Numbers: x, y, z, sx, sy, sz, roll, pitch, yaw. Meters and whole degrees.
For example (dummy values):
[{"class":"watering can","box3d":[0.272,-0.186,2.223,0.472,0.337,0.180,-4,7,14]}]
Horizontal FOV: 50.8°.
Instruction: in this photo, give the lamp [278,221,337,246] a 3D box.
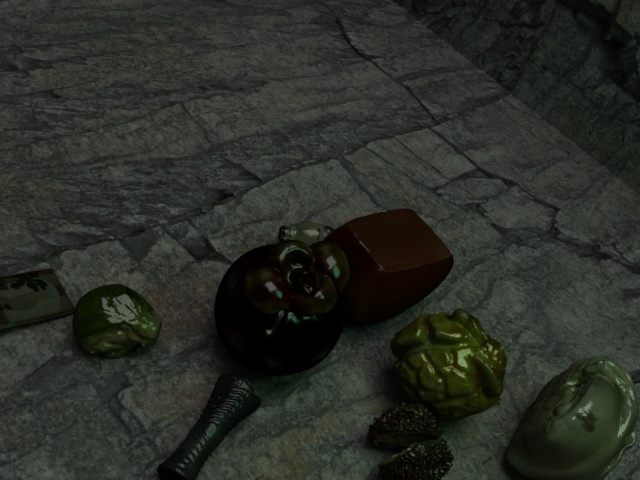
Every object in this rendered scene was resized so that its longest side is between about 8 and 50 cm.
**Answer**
[{"class":"lamp","box3d":[0.000,0.000,1.857,0.250,0.101,0.101,9,45,-22]}]

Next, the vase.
[{"class":"vase","box3d":[-0.226,0.387,1.357,0.116,0.115,0.237,33,44,7]}]

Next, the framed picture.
[{"class":"framed picture","box3d":[-0.648,0.126,1.451,0.201,0.010,0.136,-12,54,-44]}]

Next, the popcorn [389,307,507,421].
[{"class":"popcorn","box3d":[0.302,0.297,1.596,0.247,0.282,0.282,-27,57,-3]}]

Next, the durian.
[{"class":"durian","box3d":[0.203,0.448,1.478,0.196,0.167,0.195,17,62,-34]}]

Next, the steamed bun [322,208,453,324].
[{"class":"steamed bun","box3d":[0.153,0.078,1.746,0.380,0.248,0.235,-12,56,-48]}]

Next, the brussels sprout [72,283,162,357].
[{"class":"brussels sprout","box3d":[-0.435,0.166,1.446,0.183,0.131,0.145,0,53,-21]}]

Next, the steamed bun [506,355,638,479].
[{"class":"steamed bun","box3d":[0.611,0.438,1.564,0.219,0.324,0.310,41,52,10]}]

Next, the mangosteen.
[{"class":"mangosteen","box3d":[-0.076,0.136,1.495,0.307,0.347,0.306,15,47,-17]}]
